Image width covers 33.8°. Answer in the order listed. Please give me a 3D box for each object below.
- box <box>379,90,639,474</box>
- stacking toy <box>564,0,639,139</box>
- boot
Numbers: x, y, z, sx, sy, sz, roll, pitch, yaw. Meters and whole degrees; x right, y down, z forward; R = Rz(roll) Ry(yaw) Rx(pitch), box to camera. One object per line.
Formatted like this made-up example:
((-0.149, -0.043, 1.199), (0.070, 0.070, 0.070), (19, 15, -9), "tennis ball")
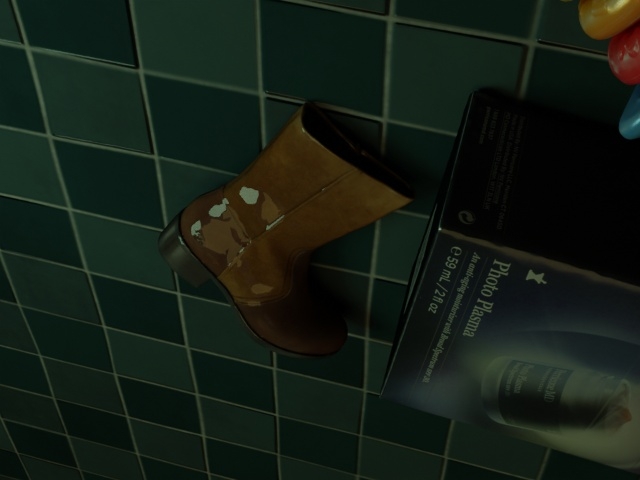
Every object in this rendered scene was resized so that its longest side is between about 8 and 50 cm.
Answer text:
((0.236, 0.053, 0.997), (0.294, 0.183, 0.296), (15, 143, 4), "box")
((0.184, -0.235, 0.714), (0.302, 0.175, 0.166), (40, 140, -4), "stacking toy")
((0.000, 0.000, 1.139), (0.264, 0.096, 0.280), (43, 130, -16), "boot")
